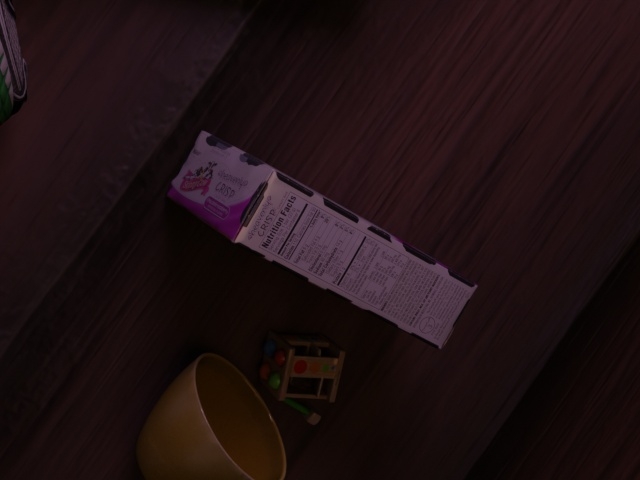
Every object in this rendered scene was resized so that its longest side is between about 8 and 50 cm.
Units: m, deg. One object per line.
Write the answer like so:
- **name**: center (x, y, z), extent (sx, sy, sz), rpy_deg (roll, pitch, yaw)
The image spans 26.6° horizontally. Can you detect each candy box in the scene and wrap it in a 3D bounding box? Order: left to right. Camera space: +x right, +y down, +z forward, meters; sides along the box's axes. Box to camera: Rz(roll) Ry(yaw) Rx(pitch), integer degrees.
- **candy box**: center (0.000, 0.000, 1.175), extent (0.233, 0.159, 0.071), rpy_deg (29, 91, -30)

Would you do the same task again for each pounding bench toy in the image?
- **pounding bench toy**: center (-0.024, 0.132, 1.268), extent (0.065, 0.052, 0.083), rpy_deg (5, 104, -27)

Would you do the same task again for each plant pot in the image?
- **plant pot**: center (-0.108, 0.182, 1.212), extent (0.095, 0.134, 0.134), rpy_deg (-32, 122, 17)

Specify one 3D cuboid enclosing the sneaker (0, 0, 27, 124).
- **sneaker**: center (-0.246, -0.232, 0.967), extent (0.146, 0.134, 0.343), rpy_deg (-36, 144, -35)
